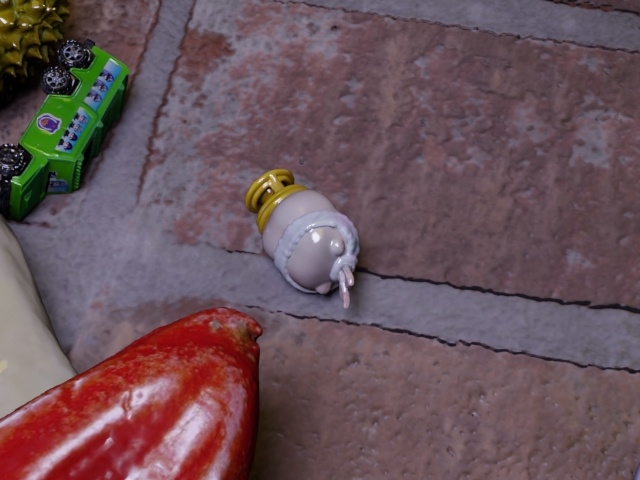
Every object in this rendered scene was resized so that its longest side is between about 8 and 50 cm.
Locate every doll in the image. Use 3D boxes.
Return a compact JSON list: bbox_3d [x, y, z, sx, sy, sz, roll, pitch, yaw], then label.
[{"bbox_3d":[0.000,0.000,0.908,0.084,0.073,0.127,-7,47,-44],"label":"doll"}]

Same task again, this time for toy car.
[{"bbox_3d":[-0.215,-0.088,0.963,0.063,0.071,0.165,24,58,-2],"label":"toy car"}]

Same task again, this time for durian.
[{"bbox_3d":[-0.307,-0.172,0.950,0.237,0.193,0.137,-31,99,-12],"label":"durian"}]

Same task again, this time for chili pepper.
[{"bbox_3d":[-0.110,0.134,0.665,0.253,0.136,0.144,-40,33,-28],"label":"chili pepper"}]

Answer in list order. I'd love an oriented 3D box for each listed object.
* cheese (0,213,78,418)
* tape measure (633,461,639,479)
[{"bbox_3d":[-0.329,0.120,0.781,0.328,0.129,0.351,-25,62,-19],"label":"cheese"},{"bbox_3d":[0.279,0.187,0.730,0.178,0.105,0.196,32,97,29],"label":"tape measure"}]
